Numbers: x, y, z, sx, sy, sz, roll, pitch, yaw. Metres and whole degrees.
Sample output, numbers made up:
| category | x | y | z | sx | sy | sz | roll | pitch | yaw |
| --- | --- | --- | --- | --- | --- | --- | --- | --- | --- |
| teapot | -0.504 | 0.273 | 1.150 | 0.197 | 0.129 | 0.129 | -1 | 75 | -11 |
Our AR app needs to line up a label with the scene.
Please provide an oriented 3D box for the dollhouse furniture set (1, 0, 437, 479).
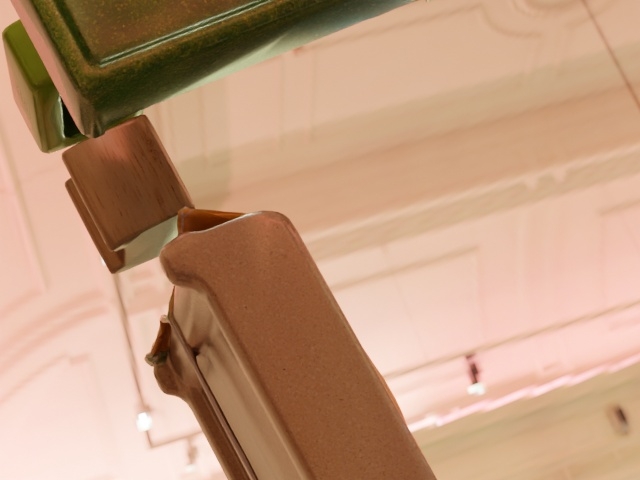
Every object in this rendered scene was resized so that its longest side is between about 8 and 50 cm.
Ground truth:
| category | x | y | z | sx | sy | sz | roll | pitch | yaw |
| --- | --- | --- | --- | --- | --- | --- | --- | --- | --- |
| dollhouse furniture set | 0.000 | 0.000 | 0.588 | 0.151 | 0.302 | 0.197 | -26 | -13 | -15 |
